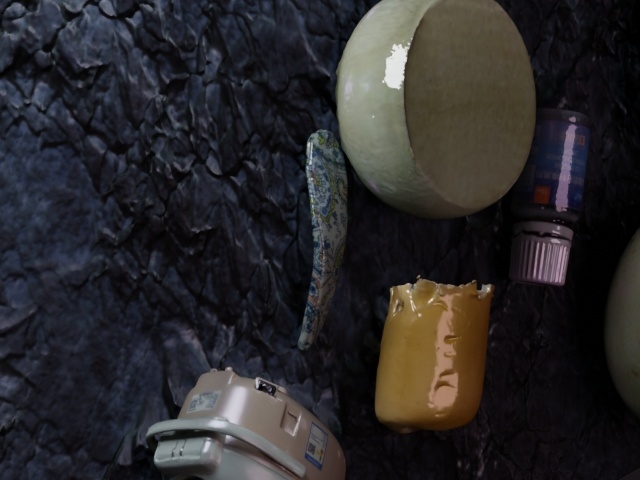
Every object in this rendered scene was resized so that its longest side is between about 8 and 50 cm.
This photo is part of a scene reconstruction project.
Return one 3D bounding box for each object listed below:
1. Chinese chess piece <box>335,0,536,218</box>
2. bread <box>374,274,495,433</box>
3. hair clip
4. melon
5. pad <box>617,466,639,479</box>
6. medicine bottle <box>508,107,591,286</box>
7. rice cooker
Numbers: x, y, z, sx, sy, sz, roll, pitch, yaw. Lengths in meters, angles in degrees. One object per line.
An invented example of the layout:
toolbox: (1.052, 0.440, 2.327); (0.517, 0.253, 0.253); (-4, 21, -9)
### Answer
Chinese chess piece: (0.124, -0.147, 1.658); (0.250, 0.101, 0.250); (-1, 91, -48)
bread: (0.128, 0.127, 1.699); (0.134, 0.085, 0.173); (7, 87, -44)
hair clip: (0.002, 0.000, 1.600); (0.066, 0.036, 0.229); (6, 88, -61)
melon: (0.486, 0.101, 1.920); (0.268, 0.268, 0.330); (8, 100, -44)
pad: (0.387, 0.432, 2.031); (0.170, 0.006, 0.246); (-17, 104, -43)
medicine bottle: (0.263, -0.049, 1.825); (0.083, 0.083, 0.203); (10, 87, -44)
rice cooker: (-0.064, 0.210, 1.479); (0.206, 0.145, 0.127); (45, 50, -33)
